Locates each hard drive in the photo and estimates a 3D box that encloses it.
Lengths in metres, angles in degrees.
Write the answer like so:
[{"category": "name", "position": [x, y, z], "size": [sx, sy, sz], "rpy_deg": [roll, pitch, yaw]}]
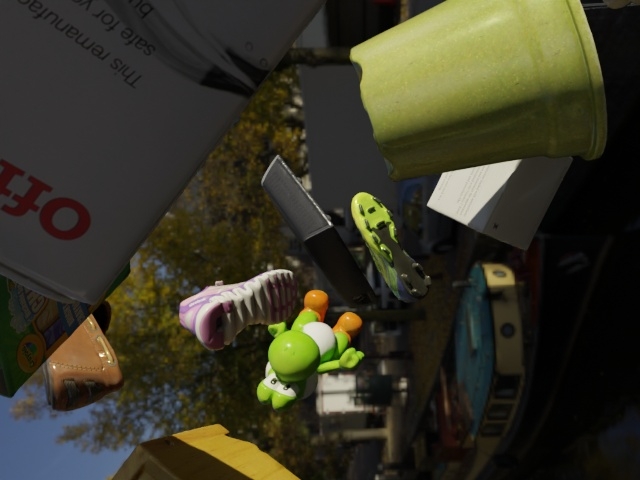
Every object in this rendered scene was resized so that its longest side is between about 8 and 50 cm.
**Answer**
[{"category": "hard drive", "position": [0.000, 0.000, 1.090], "size": [0.172, 0.054, 0.254], "rpy_deg": [53, 178, 33]}]

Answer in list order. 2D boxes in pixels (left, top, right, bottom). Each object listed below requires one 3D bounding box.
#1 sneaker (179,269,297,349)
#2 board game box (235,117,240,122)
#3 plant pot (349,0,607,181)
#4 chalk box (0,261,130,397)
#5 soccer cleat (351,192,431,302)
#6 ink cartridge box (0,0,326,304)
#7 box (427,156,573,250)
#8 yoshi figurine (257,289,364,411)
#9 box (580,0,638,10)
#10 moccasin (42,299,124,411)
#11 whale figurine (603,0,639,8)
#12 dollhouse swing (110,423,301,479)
[{"category": "sneaker", "position": [-0.137, 0.101, 1.212], "size": [0.236, 0.105, 0.095], "rpy_deg": [-19, -69, -46]}, {"category": "board game box", "position": [-0.182, -0.198, 1.154], "size": [0.020, 0.090, 0.090], "rpy_deg": [20, 152, 46]}, {"category": "plant pot", "position": [0.181, -0.196, 0.919], "size": [0.276, 0.254, 0.275], "rpy_deg": [-17, -90, -81]}, {"category": "chalk box", "position": [-0.358, 0.028, 0.779], "size": [0.289, 0.180, 0.179], "rpy_deg": [-56, -18, -49]}, {"category": "soccer cleat", "position": [0.144, 0.024, 1.705], "size": [0.289, 0.093, 0.121], "rpy_deg": [57, 149, -7]}, {"category": "ink cartridge box", "position": [-0.139, -0.205, 0.391], "size": [0.395, 0.285, 0.166], "rpy_deg": [-52, 31, 6]}, {"category": "box", "position": [0.299, -0.097, 1.211], "size": [0.182, 0.119, 0.180], "rpy_deg": [17, -79, -51]}, {"category": "yoshi figurine", "position": [-0.022, 0.236, 1.658], "size": [0.362, 0.204, 0.202], "rpy_deg": [-48, -59, -57]}, {"category": "box", "position": [0.778, -0.639, 1.373], "size": [0.480, 0.472, 0.297], "rpy_deg": [-33, -57, -38]}, {"category": "moccasin", "position": [-0.421, 0.138, 1.273], "size": [0.380, 0.147, 0.139], "rpy_deg": [-137, 45, -55]}, {"category": "whale figurine", "position": [0.432, -0.420, 0.974], "size": [0.272, 0.141, 0.216], "rpy_deg": [-129, 33, -52]}, {"category": "dollhouse swing", "position": [-0.161, 0.510, 1.074], "size": [0.304, 0.347, 0.315], "rpy_deg": [-63, -24, 6]}]
